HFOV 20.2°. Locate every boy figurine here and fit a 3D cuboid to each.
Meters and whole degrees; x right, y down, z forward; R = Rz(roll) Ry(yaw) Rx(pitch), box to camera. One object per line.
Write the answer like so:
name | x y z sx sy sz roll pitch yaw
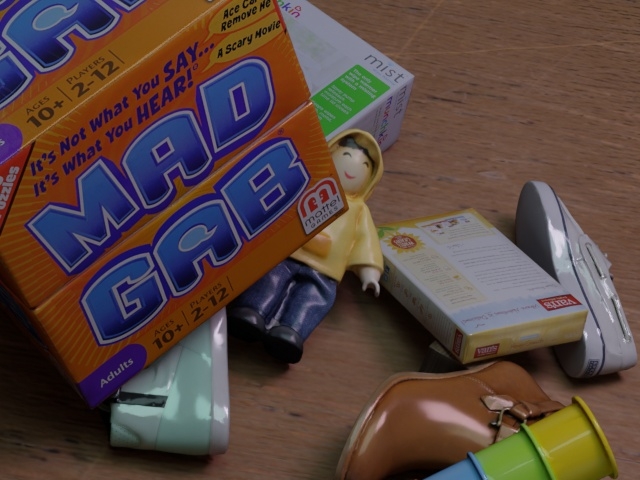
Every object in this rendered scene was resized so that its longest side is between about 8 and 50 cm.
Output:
boy figurine | 0.000 0.000 2.045 0.177 0.092 0.285 29 70 -1

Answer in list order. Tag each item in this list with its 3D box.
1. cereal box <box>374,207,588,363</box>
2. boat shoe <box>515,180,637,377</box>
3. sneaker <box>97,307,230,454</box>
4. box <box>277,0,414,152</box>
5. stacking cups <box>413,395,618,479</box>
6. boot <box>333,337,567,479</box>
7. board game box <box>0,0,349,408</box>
cereal box | 0.171 0.049 2.080 0.173 0.047 0.240 -9 35 -30
boat shoe | 0.307 0.042 2.143 0.088 0.096 0.267 -1 50 -21
sneaker | -0.180 0.117 1.950 0.151 0.094 0.256 2 47 -9
box | -0.059 -0.179 2.227 0.262 0.127 0.231 37 52 20
stacking cups | 0.145 0.271 1.824 0.316 0.096 0.096 -27 57 -5
boot | 0.160 0.230 1.935 0.220 0.109 0.283 33 38 19
board game box | -0.248 -0.126 1.862 0.356 0.356 0.356 -38 51 -14
